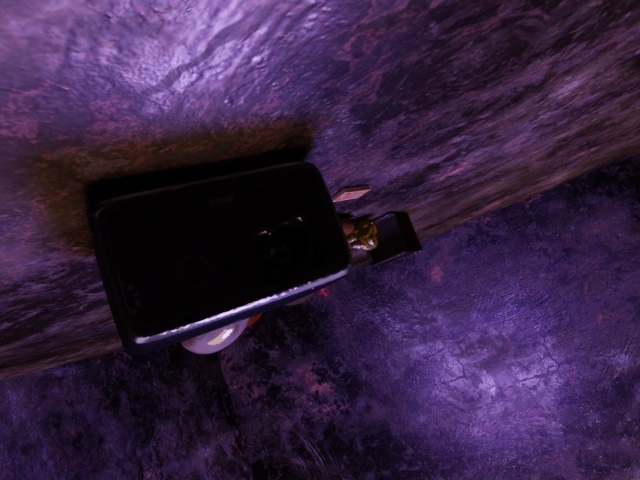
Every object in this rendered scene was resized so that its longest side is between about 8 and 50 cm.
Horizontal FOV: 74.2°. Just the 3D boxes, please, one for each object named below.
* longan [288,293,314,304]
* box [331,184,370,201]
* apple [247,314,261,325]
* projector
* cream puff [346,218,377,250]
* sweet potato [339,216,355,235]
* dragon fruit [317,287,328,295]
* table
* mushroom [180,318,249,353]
[{"bbox_3d":[-0.107,0.122,1.460,0.248,0.248,0.248,-19,170,-4],"label":"longan"},{"bbox_3d":[0.080,-0.124,1.109,0.093,0.015,0.058,-13,169,-39],"label":"box"},{"bbox_3d":[-0.323,0.231,1.648,0.229,0.230,0.230,-19,170,-4],"label":"apple"},{"bbox_3d":[-0.202,0.044,0.818,0.394,0.242,0.405,-18,172,-26],"label":"projector"},{"bbox_3d":[0.141,-0.022,1.534,0.146,0.117,0.146,7,-178,0],"label":"cream puff"},{"bbox_3d":[0.029,-0.040,1.313,0.314,0.066,0.072,-5,122,-52],"label":"sweet potato"},{"bbox_3d":[-0.084,0.112,1.704,0.261,0.134,0.212,14,157,9],"label":"dragon fruit"},{"bbox_3d":[0.271,-0.003,1.683,0.172,0.169,0.193,-26,169,29],"label":"table"},{"bbox_3d":[-0.368,0.192,1.336,0.297,0.298,0.290,-26,128,31],"label":"mushroom"}]
